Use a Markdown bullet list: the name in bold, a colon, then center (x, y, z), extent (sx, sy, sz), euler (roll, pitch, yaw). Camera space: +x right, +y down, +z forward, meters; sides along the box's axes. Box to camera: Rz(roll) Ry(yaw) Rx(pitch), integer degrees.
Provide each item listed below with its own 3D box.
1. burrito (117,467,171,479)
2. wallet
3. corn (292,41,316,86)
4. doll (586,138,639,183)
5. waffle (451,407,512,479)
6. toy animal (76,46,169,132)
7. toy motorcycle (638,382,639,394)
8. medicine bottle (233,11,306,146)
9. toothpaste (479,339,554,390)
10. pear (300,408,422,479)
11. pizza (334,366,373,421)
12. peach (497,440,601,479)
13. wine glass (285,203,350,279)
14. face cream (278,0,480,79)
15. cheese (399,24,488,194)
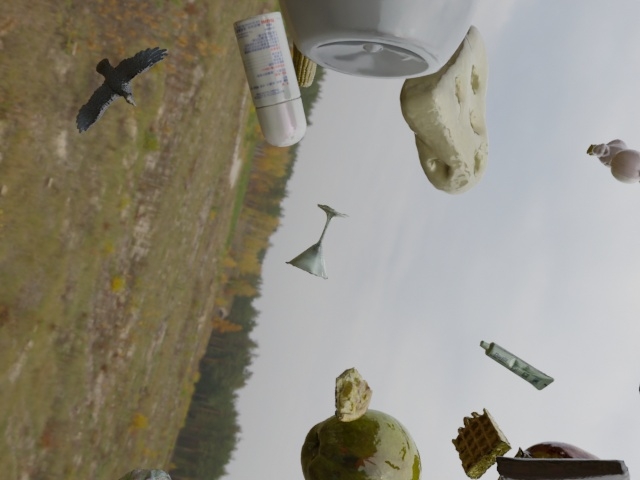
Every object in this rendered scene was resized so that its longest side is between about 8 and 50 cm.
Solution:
- **burrito**: center (-0.448, 0.597, 1.449), extent (0.229, 0.144, 0.089), euler (-31, -138, 13)
- **wallet**: center (0.465, 0.456, 1.188), extent (0.182, 0.229, 0.049), euler (58, 33, -39)
- **corn**: center (-0.044, -0.566, 1.833), extent (0.080, 0.080, 0.230), euler (-99, -166, -78)
- **doll**: center (0.893, -0.229, 1.825), extent (0.365, 0.160, 0.094), euler (-75, -174, -68)
- **waffle**: center (0.484, 0.616, 1.938), extent (0.160, 0.055, 0.211), euler (-48, -163, 10)
- **toy animal**: center (-0.368, -0.285, 1.143), extent (0.220, 0.062, 0.108), euler (-39, -130, 7)
- **toy motorcycle**: center (0.812, 0.344, 1.398), extent (0.196, 0.125, 0.331), euler (-61, 177, 31)
- **medicine bottle**: center (-0.126, -0.417, 1.662), extent (0.130, 0.130, 0.340), euler (-94, 170, -74)
- **toothpaste**: center (0.520, 0.332, 1.680), extent (0.064, 0.218, 0.041), euler (-55, -176, 39)
- **pear**: center (0.103, 0.525, 1.467), extent (0.269, 0.321, 0.269), euler (-42, -150, 31)
- **pizza**: center (0.070, 0.324, 1.322), extent (0.160, 0.036, 0.098), euler (-11, 85, -65)
- **peach**: center (0.672, 0.771, 1.770), extent (0.335, 0.310, 0.405), euler (29, -81, 56)
- **wine glass**: center (0.000, 0.000, 2.105), extent (0.156, 0.156, 0.232), euler (-161, -87, -85)
- **face cream**: center (0.090, -0.433, 0.913), extent (0.219, 0.313, 0.356), euler (150, -53, -80)
- **cheese**: center (0.320, -0.317, 1.461), extent (0.351, 0.130, 0.328), euler (56, 50, -42)
